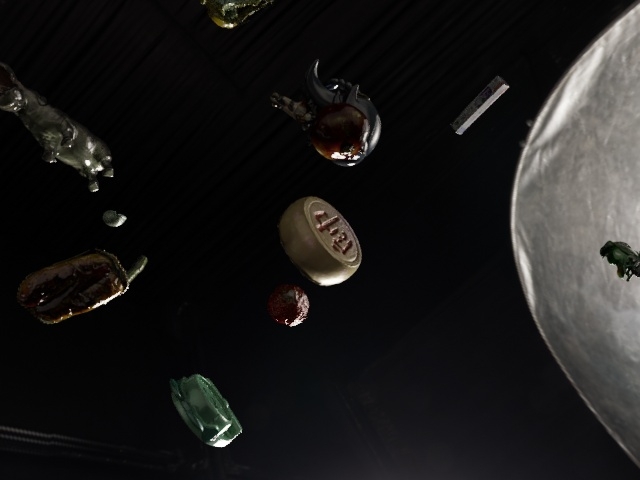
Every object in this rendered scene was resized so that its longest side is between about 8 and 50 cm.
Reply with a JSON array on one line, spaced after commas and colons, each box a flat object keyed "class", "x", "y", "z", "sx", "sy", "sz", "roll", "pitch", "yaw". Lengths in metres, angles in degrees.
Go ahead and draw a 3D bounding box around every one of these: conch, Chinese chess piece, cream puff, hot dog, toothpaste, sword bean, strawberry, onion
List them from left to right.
[{"class": "hot dog", "x": -0.668, "y": 0.129, "z": 1.239, "sx": 0.082, "sy": 0.270, "sz": 0.163, "roll": 37, "pitch": 148, "yaw": 59}, {"class": "conch", "x": -0.764, "y": -0.079, "z": 1.684, "sx": 0.076, "sy": 0.057, "sz": 0.085, "roll": 21, "pitch": 172, "yaw": -34}, {"class": "sword bean", "x": -0.673, "y": 0.132, "z": 1.559, "sx": 0.043, "sy": 0.038, "sz": 0.269, "roll": 10, "pitch": -148, "yaw": 8}, {"class": "cream puff", "x": -0.151, "y": -0.546, "z": 0.900, "sx": 0.195, "sy": 0.220, "sz": 0.195, "roll": 63, "pitch": -174, "yaw": -12}, {"class": "strawberry", "x": -0.073, "y": 0.141, "z": 1.041, "sx": 0.106, "sy": 0.106, "sz": 0.106, "roll": 47, "pitch": -173, "yaw": -8}, {"class": "Chinese chess piece", "x": 0.000, "y": 0.000, "z": 1.324, "sx": 0.270, "sy": 0.112, "sz": 0.270, "roll": 39, "pitch": -152, "yaw": -26}, {"class": "onion", "x": 0.034, "y": -0.211, "z": 0.887, "sx": 0.118, "sy": 0.117, "sz": 0.119, "roll": 21, "pitch": -140, "yaw": -19}, {"class": "toothpaste", "x": 0.486, "y": -0.410, "z": 1.393, "sx": 0.040, "sy": 0.196, "sz": 0.047, "roll": 13, "pitch": -135, "yaw": -35}]

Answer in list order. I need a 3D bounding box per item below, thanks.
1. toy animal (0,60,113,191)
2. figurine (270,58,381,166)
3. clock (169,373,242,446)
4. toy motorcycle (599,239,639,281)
[{"class": "toy animal", "x": -0.654, "y": -0.273, "z": 1.109, "sx": 0.343, "sy": 0.106, "sz": 0.168, "roll": 51, "pitch": -175, "yaw": -42}, {"class": "figurine", "x": 0.024, "y": -0.302, "z": 1.102, "sx": 0.265, "sy": 0.197, "sz": 0.175, "roll": 51, "pitch": -166, "yaw": -4}, {"class": "clock", "x": -0.235, "y": 0.336, "z": 0.911, "sx": 0.148, "sy": 0.060, "sz": 0.189, "roll": 48, "pitch": 169, "yaw": 23}, {"class": "toy motorcycle", "x": 0.889, "y": 0.053, "z": 1.333, "sx": 0.190, "sy": 0.106, "sz": 0.074, "roll": -79, "pitch": -7, "yaw": -58}]
